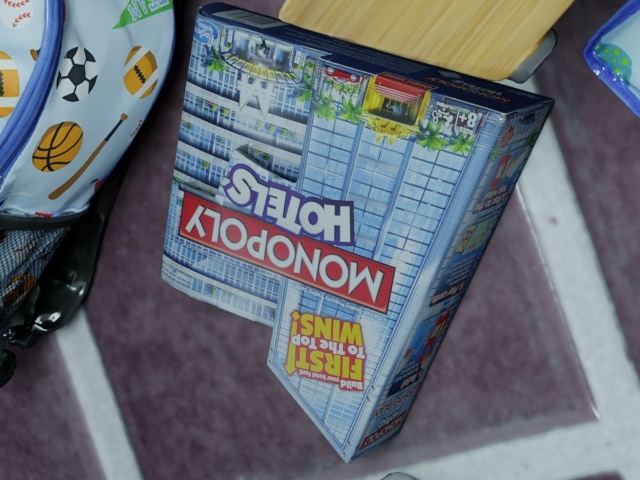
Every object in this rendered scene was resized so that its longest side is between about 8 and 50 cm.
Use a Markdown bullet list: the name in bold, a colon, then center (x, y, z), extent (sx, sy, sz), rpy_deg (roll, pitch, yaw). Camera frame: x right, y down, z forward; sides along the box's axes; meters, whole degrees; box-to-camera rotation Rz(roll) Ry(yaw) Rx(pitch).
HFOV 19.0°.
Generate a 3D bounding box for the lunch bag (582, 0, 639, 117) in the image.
- **lunch bag**: center (0.199, -0.098, 0.766), extent (0.151, 0.129, 0.096), rpy_deg (-37, 82, 33)

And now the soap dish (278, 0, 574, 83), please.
- **soap dish**: center (0.117, -0.202, 0.695), extent (0.118, 0.229, 0.291), rpy_deg (40, 119, -2)

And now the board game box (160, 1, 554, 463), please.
- **board game box**: center (0.000, 0.000, 0.949), extent (0.194, 0.060, 0.194), rpy_deg (19, 109, 26)

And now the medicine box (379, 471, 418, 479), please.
- **medicine box**: center (0.069, 0.308, 0.925), extent (0.263, 0.149, 0.289), rpy_deg (27, 113, 23)

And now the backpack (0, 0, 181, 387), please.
- **backpack**: center (-0.213, -0.101, 0.979), extent (0.276, 0.213, 0.263), rpy_deg (48, 110, 17)
